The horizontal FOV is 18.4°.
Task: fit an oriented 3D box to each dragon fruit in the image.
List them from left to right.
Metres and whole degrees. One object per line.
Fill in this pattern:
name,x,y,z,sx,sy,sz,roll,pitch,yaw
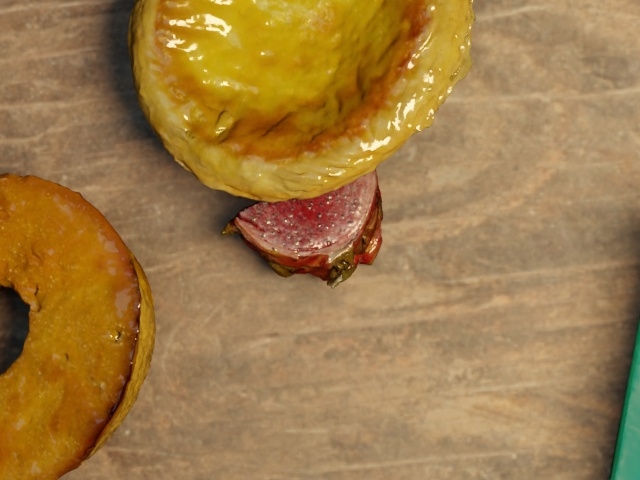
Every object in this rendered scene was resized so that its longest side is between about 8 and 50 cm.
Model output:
dragon fruit,0.000,0.000,1.742,0.147,0.102,0.096,-25,81,8

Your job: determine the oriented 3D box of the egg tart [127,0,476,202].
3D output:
egg tart,-0.010,-0.179,1.732,0.319,0.128,0.319,-4,78,17

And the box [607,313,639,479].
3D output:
box,0.306,0.094,1.610,0.092,0.153,0.245,11,90,17

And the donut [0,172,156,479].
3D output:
donut,-0.279,0.088,1.810,0.303,0.110,0.303,-2,85,19
